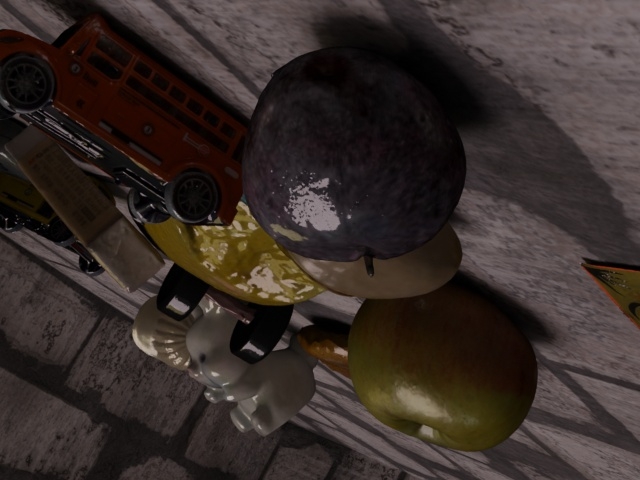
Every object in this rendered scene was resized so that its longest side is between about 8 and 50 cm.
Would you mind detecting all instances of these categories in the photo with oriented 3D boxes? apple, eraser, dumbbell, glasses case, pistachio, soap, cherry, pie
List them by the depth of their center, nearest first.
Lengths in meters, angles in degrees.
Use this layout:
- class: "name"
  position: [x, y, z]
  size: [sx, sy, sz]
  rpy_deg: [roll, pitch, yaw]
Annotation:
- class: "cherry"
  position: [0.026, -0.073, 0.931]
  size: [0.195, 0.195, 0.195]
  rpy_deg: [27, 166, 7]
- class: "pistachio"
  position: [0.046, -0.007, 1.187]
  size: [0.215, 0.144, 0.144]
  rpy_deg: [26, 168, -18]
- class: "apple"
  position: [0.157, 0.162, 1.452]
  size: [0.260, 0.194, 0.261]
  rpy_deg: [21, 161, 8]
- class: "soap"
  position: [-0.148, 0.002, 1.646]
  size: [0.306, 0.115, 0.427]
  rpy_deg: [30, 166, -15]
- class: "eraser"
  position: [-0.383, -0.058, 1.753]
  size: [0.343, 0.078, 0.144]
  rpy_deg: [40, 169, 43]
- class: "glasses case"
  position: [-0.626, -0.193, 1.974]
  size: [0.323, 0.074, 0.131]
  rpy_deg: [21, 165, 29]
- class: "dumbbell"
  position: [-0.172, 0.111, 1.999]
  size: [0.218, 0.152, 0.152]
  rpy_deg: [32, 166, -15]
- class: "pie"
  position: [0.072, 0.233, 2.130]
  size: [0.273, 0.069, 0.273]
  rpy_deg: [25, 169, 5]

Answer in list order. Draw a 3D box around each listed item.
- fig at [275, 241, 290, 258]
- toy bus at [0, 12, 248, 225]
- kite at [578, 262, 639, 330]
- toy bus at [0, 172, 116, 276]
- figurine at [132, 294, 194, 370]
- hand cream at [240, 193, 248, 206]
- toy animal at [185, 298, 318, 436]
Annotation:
- class: "fig"
  position: [0.005, 0.008, 1.422]
  size: [0.093, 0.093, 0.166]
  rpy_deg: [17, 160, 40]
- class: "toy bus"
  position: [-0.231, -0.141, 1.228]
  size: [0.329, 0.153, 0.143]
  rpy_deg: [34, 165, -25]
- class: "kite"
  position: [0.409, 0.095, 1.099]
  size: [0.327, 0.013, 0.377]
  rpy_deg: [27, 167, 10]
- class: "toy bus"
  position: [-0.497, -0.066, 2.014]
  size: [0.331, 0.151, 0.145]
  rpy_deg: [23, 162, 27]
- class: "figurine"
  position: [-0.331, 0.214, 2.696]
  size: [0.204, 0.185, 0.332]
  rpy_deg: [-5, -178, 4]
- class: "hand cream"
  position: [-0.128, -0.095, 1.392]
  size: [0.224, 0.048, 0.083]
  rpy_deg: [35, -160, -21]
- class: "toy animal"
  position: [-0.171, 0.227, 2.344]
  size: [0.367, 0.241, 0.196]
  rpy_deg: [47, 154, -11]
